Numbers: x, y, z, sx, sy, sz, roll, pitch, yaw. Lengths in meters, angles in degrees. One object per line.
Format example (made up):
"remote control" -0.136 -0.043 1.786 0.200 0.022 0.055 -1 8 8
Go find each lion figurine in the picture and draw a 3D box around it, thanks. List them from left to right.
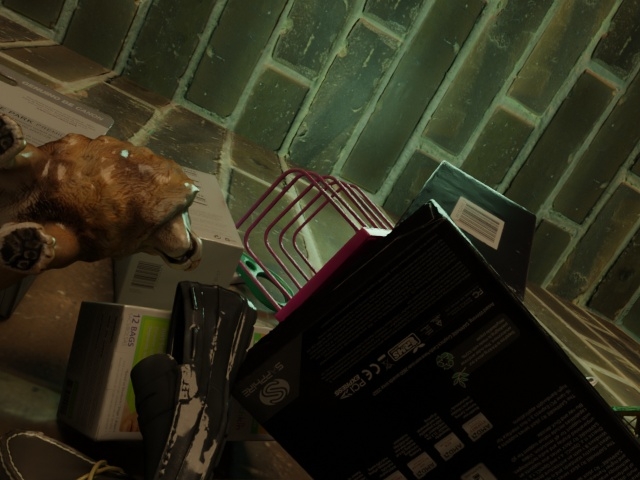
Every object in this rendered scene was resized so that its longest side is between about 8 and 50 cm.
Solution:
"lion figurine" -0.286 0.017 0.447 0.240 0.392 0.142 171 -102 -79

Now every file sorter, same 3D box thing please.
"file sorter" 0.000 0.000 1.014 0.182 0.202 0.290 48 15 15

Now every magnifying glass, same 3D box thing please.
"magnifying glass" -0.133 0.041 0.999 0.231 0.026 0.092 42 19 5

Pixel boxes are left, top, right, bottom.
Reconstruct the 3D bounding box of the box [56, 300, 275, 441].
"box" -0.129 0.130 0.555 0.203 0.114 0.103 18 -14 -40

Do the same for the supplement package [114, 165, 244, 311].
"supplement package" -0.217 -0.007 0.822 0.133 0.139 0.244 14 23 -27

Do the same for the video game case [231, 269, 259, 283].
"video game case" -0.221 0.023 0.997 0.173 0.022 0.190 36 17 23

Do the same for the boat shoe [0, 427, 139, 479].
"boat shoe" -0.151 0.204 0.412 0.227 0.069 0.081 33 15 13

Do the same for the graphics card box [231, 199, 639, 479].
"graphics card box" 0.129 0.177 0.500 0.371 0.232 0.094 47 13 -8

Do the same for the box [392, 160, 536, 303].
"box" 0.157 0.081 0.840 0.182 0.294 0.296 33 32 8

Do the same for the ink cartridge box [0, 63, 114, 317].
"ink cartridge box" -0.432 -0.100 0.638 0.309 0.130 0.272 26 35 -16

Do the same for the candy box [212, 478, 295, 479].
"candy box" -0.026 0.284 0.463 0.105 0.027 0.206 16 19 -35

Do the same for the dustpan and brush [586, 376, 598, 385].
"dustpan and brush" 0.349 0.274 0.900 0.211 0.060 0.147 -17 29 -11

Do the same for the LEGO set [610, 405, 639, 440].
"LEGO set" 0.487 0.403 0.858 0.254 0.192 0.331 -4 17 -7

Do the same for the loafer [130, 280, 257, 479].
"loafer" -0.107 0.118 0.420 0.078 0.076 0.223 26 37 -14
